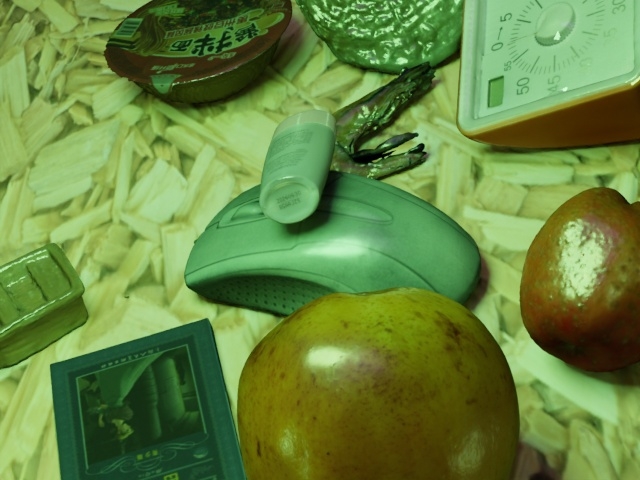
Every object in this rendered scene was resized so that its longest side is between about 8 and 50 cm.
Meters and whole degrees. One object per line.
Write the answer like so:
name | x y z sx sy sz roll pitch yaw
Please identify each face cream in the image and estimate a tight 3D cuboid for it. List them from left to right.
face cream | -0.026 -0.086 1.597 0.084 0.057 0.198 -18 23 15

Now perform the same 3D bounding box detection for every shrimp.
shrimp | 0.090 -0.152 1.809 0.219 0.046 0.152 -40 44 -21

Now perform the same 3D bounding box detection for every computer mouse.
computer mouse | 0.000 0.000 1.614 0.371 0.122 0.188 6 44 29

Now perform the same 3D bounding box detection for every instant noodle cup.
instant noodle cup | -0.163 -0.263 1.990 0.274 0.091 0.274 -9 39 8

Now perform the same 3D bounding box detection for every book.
book | -0.188 0.200 1.508 0.191 0.025 0.269 -17 39 -1

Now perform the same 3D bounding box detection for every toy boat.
toy boat | -0.370 0.089 1.672 0.188 0.061 0.116 -28 42 -14

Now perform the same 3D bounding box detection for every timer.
timer | 0.292 -0.242 1.721 0.250 0.161 0.257 -6 61 22

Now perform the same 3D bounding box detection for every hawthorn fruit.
hawthorn fruit | 0.283 0.042 1.423 0.189 0.189 0.189 -9 40 8

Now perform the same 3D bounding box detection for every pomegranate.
pomegranate | 0.054 0.171 1.297 0.264 0.264 0.264 -9 40 8

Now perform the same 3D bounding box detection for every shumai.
shumai | 0.118 -0.388 2.009 0.309 0.304 0.263 -12 5 7
